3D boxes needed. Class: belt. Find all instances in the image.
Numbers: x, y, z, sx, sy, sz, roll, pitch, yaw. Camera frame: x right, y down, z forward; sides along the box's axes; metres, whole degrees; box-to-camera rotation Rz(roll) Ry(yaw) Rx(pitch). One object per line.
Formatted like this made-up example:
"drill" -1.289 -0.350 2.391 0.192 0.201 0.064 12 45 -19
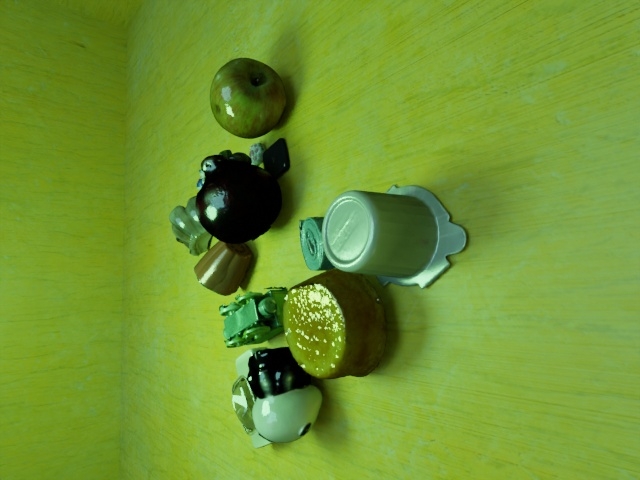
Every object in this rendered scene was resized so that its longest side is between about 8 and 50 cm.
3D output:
"belt" 0.002 0.008 1.194 0.147 0.082 0.163 -13 80 59

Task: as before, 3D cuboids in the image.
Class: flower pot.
"flower pot" -0.359 0.085 1.556 0.173 0.190 0.190 -55 48 17

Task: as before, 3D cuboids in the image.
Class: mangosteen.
"mangosteen" -0.281 -0.145 1.365 0.297 0.297 0.313 14 136 49

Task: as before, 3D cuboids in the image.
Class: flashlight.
"flashlight" -0.274 -0.288 1.569 0.200 0.047 0.093 -49 48 35

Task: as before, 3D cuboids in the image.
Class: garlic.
"garlic" -0.575 -0.079 1.869 0.292 0.210 0.237 52 159 33

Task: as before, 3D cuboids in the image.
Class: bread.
"bread" 0.031 0.218 1.066 0.312 0.172 0.312 9 102 51

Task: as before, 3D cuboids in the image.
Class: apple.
"apple" -0.255 -0.478 1.412 0.264 0.264 0.264 -5 83 50

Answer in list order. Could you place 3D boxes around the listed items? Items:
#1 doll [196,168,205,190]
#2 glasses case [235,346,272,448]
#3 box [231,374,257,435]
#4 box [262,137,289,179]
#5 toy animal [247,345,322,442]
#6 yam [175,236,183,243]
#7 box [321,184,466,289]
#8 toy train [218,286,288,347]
"doll" -0.541 -0.277 1.884 0.099 0.057 0.143 174 103 -68
"glasses case" -0.209 0.538 1.412 0.131 0.070 0.313 -42 57 39
"box" -0.227 0.522 1.302 0.111 0.111 0.177 -55 50 32
"box" -0.157 -0.285 1.450 0.125 0.027 0.126 -28 65 42
"toy animal" -0.104 0.446 1.205 0.212 0.212 0.267 -25 72 46
"yam" -0.683 -0.059 2.017 0.079 0.079 0.141 -41 56 41
"box" 0.146 -0.007 0.927 0.291 0.206 0.262 11 96 52
"toy train" -0.212 0.260 1.350 0.271 0.188 0.159 -36 61 40
